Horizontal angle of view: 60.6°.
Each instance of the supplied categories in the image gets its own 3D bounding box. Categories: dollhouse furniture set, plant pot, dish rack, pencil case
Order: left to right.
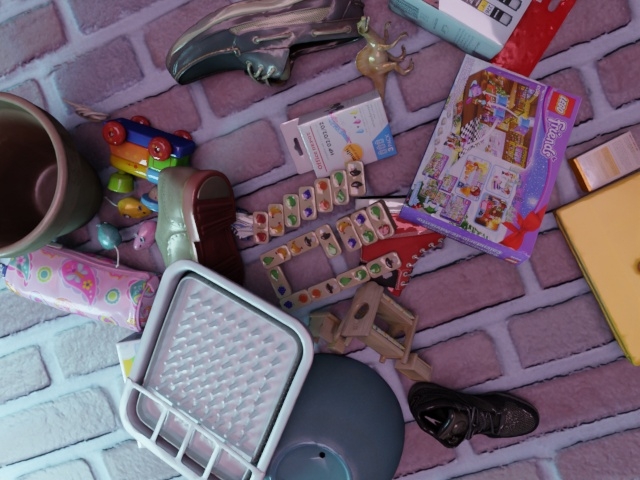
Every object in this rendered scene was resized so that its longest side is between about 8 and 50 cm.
[{"bbox_3d":[-0.497,-0.098,0.942,0.263,0.229,0.263,0,88,7],"label":"plant pot"},{"bbox_3d":[-0.434,0.077,1.015,0.284,0.124,0.124,17,98,7],"label":"pencil case"},{"bbox_3d":[-0.163,0.219,0.878,0.285,0.072,0.333,27,105,20],"label":"dish rack"},{"bbox_3d":[0.000,0.364,0.947,0.290,0.195,0.290,1,96,8],"label":"plant pot"},{"bbox_3d":[0.095,0.166,0.991,0.182,0.161,0.101,39,58,-31],"label":"dollhouse furniture set"}]

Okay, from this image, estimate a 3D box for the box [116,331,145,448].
[{"bbox_3d":[-0.287,0.266,1.023,0.114,0.103,0.203,-10,94,9],"label":"box"}]

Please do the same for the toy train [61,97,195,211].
[{"bbox_3d":[-0.363,-0.154,0.998,0.248,0.105,0.143,19,112,6],"label":"toy train"}]

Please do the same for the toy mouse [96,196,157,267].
[{"bbox_3d":[-0.351,-0.019,0.997,0.161,0.031,0.143,10,58,5],"label":"toy mouse"}]

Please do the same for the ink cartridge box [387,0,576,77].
[{"bbox_3d":[0.298,-0.454,0.849,0.271,0.130,0.309,30,99,3],"label":"ink cartridge box"}]

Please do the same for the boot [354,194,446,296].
[{"bbox_3d":[0.183,0.009,0.942,0.244,0.088,0.176,-2,99,13],"label":"boot"}]

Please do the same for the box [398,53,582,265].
[{"bbox_3d":[0.270,-0.132,0.866,0.200,0.057,0.293,23,74,5],"label":"box"}]

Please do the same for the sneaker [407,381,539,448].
[{"bbox_3d":[0.266,0.310,0.937,0.227,0.130,0.087,11,99,5],"label":"sneaker"}]

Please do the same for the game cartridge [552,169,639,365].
[{"bbox_3d":[0.589,0.008,0.872,0.323,0.052,0.285,-26,84,13],"label":"game cartridge"}]

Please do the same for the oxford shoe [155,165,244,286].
[{"bbox_3d":[-0.223,0.031,0.981,0.130,0.123,0.348,18,115,31],"label":"oxford shoe"}]

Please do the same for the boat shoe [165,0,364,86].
[{"bbox_3d":[-0.089,-0.329,0.917,0.355,0.132,0.130,-21,95,10],"label":"boat shoe"}]

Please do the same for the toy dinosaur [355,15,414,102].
[{"bbox_3d":[0.106,-0.299,0.930,0.092,0.053,0.183,-17,125,0],"label":"toy dinosaur"}]

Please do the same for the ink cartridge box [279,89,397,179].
[{"bbox_3d":[0.028,-0.174,0.935,0.181,0.062,0.104,-17,116,10],"label":"ink cartridge box"}]

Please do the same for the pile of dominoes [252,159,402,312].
[{"bbox_3d":[0.000,0.000,0.927,0.251,0.040,0.196,-25,94,18],"label":"pile of dominoes"}]

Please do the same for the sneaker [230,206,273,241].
[{"bbox_3d":[-0.146,-0.027,0.999,0.135,0.052,0.058,14,102,7],"label":"sneaker"}]

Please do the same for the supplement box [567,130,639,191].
[{"bbox_3d":[0.472,-0.130,0.905,0.098,0.036,0.062,-27,92,10],"label":"supplement box"}]
